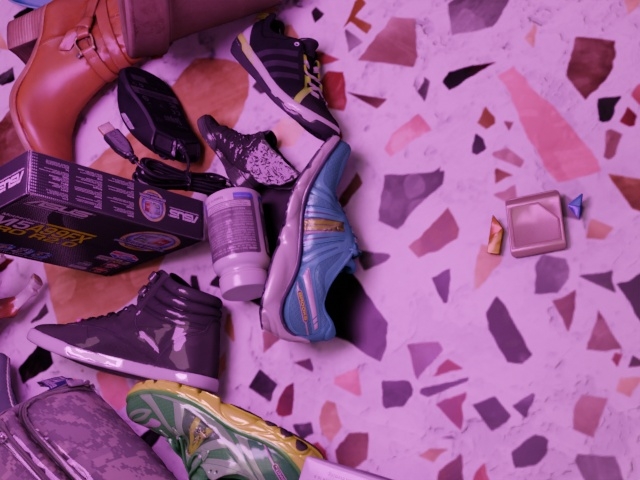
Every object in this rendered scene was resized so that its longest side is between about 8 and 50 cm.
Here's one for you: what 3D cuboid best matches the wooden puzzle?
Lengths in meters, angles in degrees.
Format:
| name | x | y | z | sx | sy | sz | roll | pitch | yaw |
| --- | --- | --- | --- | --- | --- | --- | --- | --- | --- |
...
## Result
| name | x | y | z | sx | sy | sz | roll | pitch | yaw |
| --- | --- | --- | --- | --- | --- | --- | --- | --- | --- |
| wooden puzzle | 0.256 | -0.019 | 1.279 | 0.116 | 0.014 | 0.078 | -4 | 77 | 26 |

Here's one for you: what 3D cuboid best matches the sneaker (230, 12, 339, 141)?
| name | x | y | z | sx | sy | sz | roll | pitch | yaw |
| --- | --- | --- | --- | --- | --- | --- | --- | --- | --- |
| sneaker | -0.036 | -0.233 | 1.451 | 0.097 | 0.084 | 0.235 | -45 | 60 | 7 |

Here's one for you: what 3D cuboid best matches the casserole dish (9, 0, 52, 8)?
| name | x | y | z | sx | sy | sz | roll | pitch | yaw |
| --- | --- | --- | --- | --- | --- | --- | --- | --- | --- |
| casserole dish | -0.434 | -0.422 | 1.741 | 0.188 | 0.037 | 0.114 | 17 | 83 | 29 |

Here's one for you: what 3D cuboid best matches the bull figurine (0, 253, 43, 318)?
| name | x | y | z | sx | sy | sz | roll | pitch | yaw |
| --- | --- | --- | --- | --- | --- | --- | --- | --- | --- |
| bull figurine | -0.547 | 0.020 | 1.626 | 0.188 | 0.101 | 0.310 | -37 | 61 | 11 |

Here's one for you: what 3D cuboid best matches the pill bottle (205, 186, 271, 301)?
| name | x | y | z | sx | sy | sz | roll | pitch | yaw |
| --- | --- | --- | --- | --- | --- | --- | --- | --- | --- |
| pill bottle | -0.107 | 0.006 | 1.418 | 0.078 | 0.078 | 0.137 | -18 | 67 | 21 |

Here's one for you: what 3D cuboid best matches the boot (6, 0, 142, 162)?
| name | x | y | z | sx | sy | sz | roll | pitch | yaw |
| --- | --- | --- | --- | --- | --- | --- | --- | --- | --- |
| boot | -0.349 | -0.245 | 1.618 | 0.220 | 0.109 | 0.283 | -15 | 69 | 12 |

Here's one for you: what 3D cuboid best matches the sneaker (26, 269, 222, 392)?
| name | x | y | z | sx | sy | sz | roll | pitch | yaw |
| --- | --- | --- | --- | --- | --- | --- | --- | --- | --- |
| sneaker | -0.255 | 0.110 | 1.453 | 0.295 | 0.104 | 0.147 | 8 | 77 | 23 |

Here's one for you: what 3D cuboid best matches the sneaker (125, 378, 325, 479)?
| name | x | y | z | sx | sy | sz | roll | pitch | yaw |
| --- | --- | --- | --- | --- | --- | --- | --- | --- | --- |
| sneaker | -0.137 | 0.254 | 1.305 | 0.295 | 0.109 | 0.123 | 18 | 75 | 33 |

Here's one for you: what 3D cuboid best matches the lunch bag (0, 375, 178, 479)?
| name | x | y | z | sx | sy | sz | roll | pitch | yaw |
| --- | --- | --- | --- | --- | --- | --- | --- | --- | --- |
| lunch bag | -0.304 | 0.334 | 1.320 | 0.305 | 0.256 | 0.212 | 38 | 136 | 23 |

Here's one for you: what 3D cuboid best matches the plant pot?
| name | x | y | z | sx | sy | sz | roll | pitch | yaw |
| --- | --- | --- | --- | --- | --- | --- | --- | --- | --- |
| plant pot | -0.168 | -0.391 | 1.471 | 0.229 | 0.263 | 0.263 | -7 | 68 | -10 |

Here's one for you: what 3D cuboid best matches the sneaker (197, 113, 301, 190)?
| name | x | y | z | sx | sy | sz | roll | pitch | yaw |
| --- | --- | --- | --- | --- | --- | --- | --- | --- | --- |
| sneaker | -0.096 | -0.126 | 1.472 | 0.089 | 0.051 | 0.170 | -37 | 66 | 12 |

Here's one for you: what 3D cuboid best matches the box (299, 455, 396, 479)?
| name | x | y | z | sx | sy | sz | roll | pitch | yaw |
| --- | --- | --- | --- | --- | --- | --- | --- | --- | --- |
| box | 0.080 | 0.324 | 1.166 | 0.181 | 0.182 | 0.119 | 12 | 79 | 29 |

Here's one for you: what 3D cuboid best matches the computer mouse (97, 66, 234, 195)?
| name | x | y | z | sx | sy | sz | roll | pitch | yaw |
| --- | --- | --- | --- | --- | --- | --- | --- | --- | --- |
| computer mouse | -0.248 | -0.146 | 1.485 | 0.060 | 0.184 | 0.262 | -50 | 59 | 26 |

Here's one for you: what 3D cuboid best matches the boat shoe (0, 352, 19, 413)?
| name | x | y | z | sx | sy | sz | roll | pitch | yaw |
| --- | --- | --- | --- | --- | --- | --- | --- | --- | --- |
| boat shoe | -0.426 | 0.301 | 1.501 | 0.099 | 0.116 | 0.319 | -2 | 58 | -19 |

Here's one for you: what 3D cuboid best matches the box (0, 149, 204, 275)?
| name | x | y | z | sx | sy | sz | roll | pitch | yaw |
| --- | --- | --- | --- | --- | --- | --- | --- | --- | --- |
| box | -0.322 | -0.027 | 1.398 | 0.216 | 0.270 | 0.060 | -18 | 66 | 40 |

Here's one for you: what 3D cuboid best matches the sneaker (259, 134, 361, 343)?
| name | x | y | z | sx | sy | sz | roll | pitch | yaw |
| --- | --- | --- | --- | --- | --- | --- | --- | --- | --- |
| sneaker | 0.000 | 0.000 | 1.370 | 0.110 | 0.107 | 0.275 | 14 | 74 | -1 |
